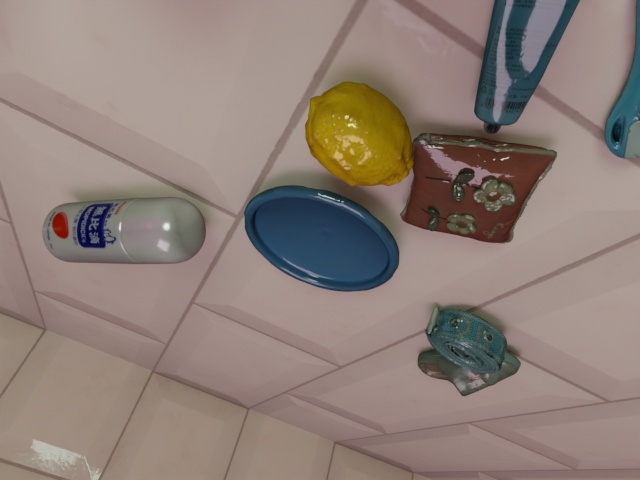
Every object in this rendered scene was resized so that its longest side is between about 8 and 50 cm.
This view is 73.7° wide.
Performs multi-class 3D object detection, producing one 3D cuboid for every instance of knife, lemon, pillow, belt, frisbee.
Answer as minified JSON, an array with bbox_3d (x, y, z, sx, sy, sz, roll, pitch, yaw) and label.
[{"bbox_3d":[0.323,-0.165,0.415,0.064,0.032,0.222,2,142,28],"label":"knife"},{"bbox_3d":[0.050,-0.124,0.520,0.155,0.114,0.114,31,143,-18],"label":"lemon"},{"bbox_3d":[0.198,-0.059,0.577,0.171,0.075,0.179,11,146,10],"label":"pillow"},{"bbox_3d":[0.309,0.209,0.894,0.147,0.082,0.163,8,149,31],"label":"belt"},{"bbox_3d":[0.002,-0.003,0.763,0.289,0.049,0.290,15,146,10],"label":"frisbee"}]

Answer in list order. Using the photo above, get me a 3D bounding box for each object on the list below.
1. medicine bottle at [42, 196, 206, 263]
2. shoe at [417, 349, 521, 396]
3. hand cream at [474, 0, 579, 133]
[{"bbox_3d":[-0.380,-0.017,0.843,0.340,0.131,0.130,0,142,24],"label":"medicine bottle"},{"bbox_3d":[0.339,0.312,1.008,0.250,0.100,0.103,-17,132,43],"label":"shoe"},{"bbox_3d":[0.198,-0.204,0.416,0.083,0.048,0.224,11,139,8],"label":"hand cream"}]
